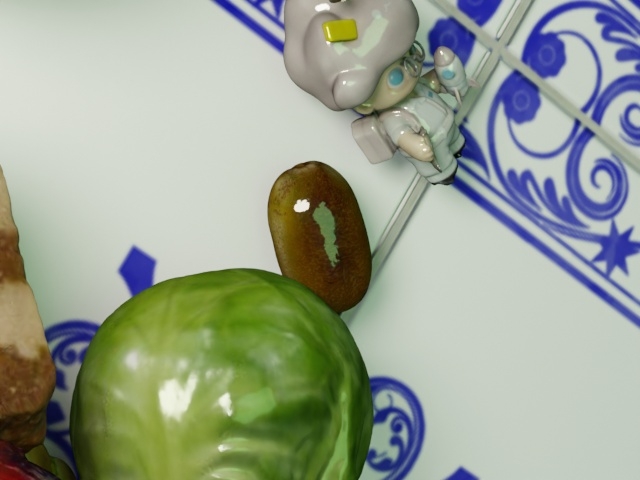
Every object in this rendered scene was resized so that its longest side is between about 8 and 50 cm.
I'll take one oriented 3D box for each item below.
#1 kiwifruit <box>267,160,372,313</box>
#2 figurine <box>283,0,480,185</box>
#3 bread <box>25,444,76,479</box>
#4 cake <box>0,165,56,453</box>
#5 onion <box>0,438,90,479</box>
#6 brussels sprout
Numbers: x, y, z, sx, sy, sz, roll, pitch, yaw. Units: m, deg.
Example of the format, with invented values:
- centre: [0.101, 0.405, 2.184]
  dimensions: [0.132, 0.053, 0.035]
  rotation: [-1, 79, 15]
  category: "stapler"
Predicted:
- centre: [0.000, 0.000, 1.542]
  dimensions: [0.075, 0.075, 0.124]
  rotation: [-19, 107, -26]
  category: "kiwifruit"
- centre: [0.040, -0.136, 1.534]
  dimensions: [0.229, 0.112, 0.137]
  rotation: [50, 44, -30]
  category: "figurine"
- centre: [-0.246, 0.230, 1.411]
  dimensions: [0.213, 0.105, 0.213]
  rotation: [-1, 92, -30]
  category: "bread"
- centre: [-0.311, 0.027, 1.287]
  dimensions: [0.199, 0.196, 0.293]
  rotation: [-3, 63, -30]
  category: "cake"
- centre: [-0.211, 0.289, 1.190]
  dimensions: [0.341, 0.341, 0.341]
  rotation: [-3, 96, -29]
  category: "onion"
- centre: [-0.070, 0.140, 1.447]
  dimensions: [0.244, 0.244, 0.244]
  rotation: [-3, 96, -29]
  category: "brussels sprout"
